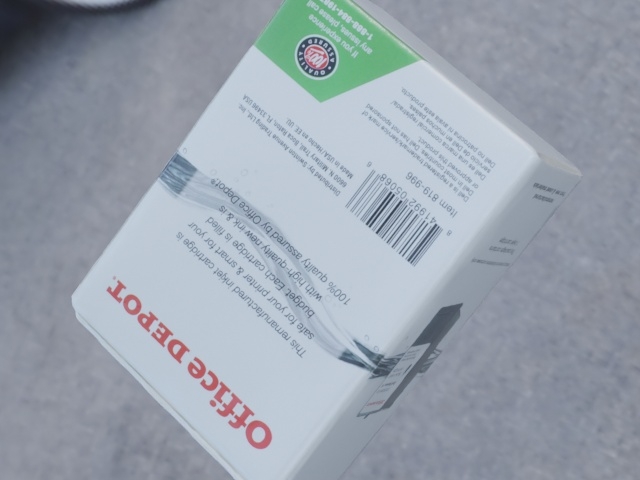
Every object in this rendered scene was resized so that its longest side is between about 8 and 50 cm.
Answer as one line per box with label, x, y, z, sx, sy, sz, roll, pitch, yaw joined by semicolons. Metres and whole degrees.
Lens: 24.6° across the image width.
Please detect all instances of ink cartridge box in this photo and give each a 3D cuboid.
ink cartridge box;0.000;0.000;0.717;0.153;0.087;0.208;43;103;21
